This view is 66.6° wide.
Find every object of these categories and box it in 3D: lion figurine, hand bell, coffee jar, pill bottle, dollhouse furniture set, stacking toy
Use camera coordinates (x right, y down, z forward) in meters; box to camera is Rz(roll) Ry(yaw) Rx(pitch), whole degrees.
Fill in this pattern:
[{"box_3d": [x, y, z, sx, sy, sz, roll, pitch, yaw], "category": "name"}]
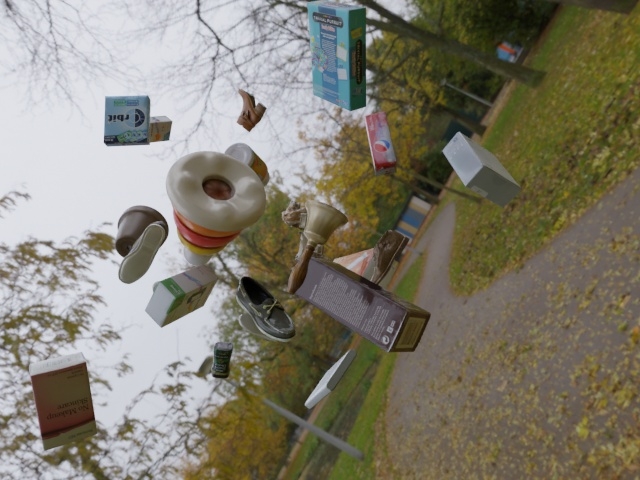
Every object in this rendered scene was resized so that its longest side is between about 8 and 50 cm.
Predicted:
[{"box_3d": [-0.047, -0.110, 2.579, 0.392, 0.240, 0.142, 43, -142, -74], "category": "lion figurine"}, {"box_3d": [-0.031, 0.029, 1.281, 0.126, 0.126, 0.242, 88, -154, -75], "category": "hand bell"}, {"box_3d": [-0.496, 0.606, 2.450, 0.079, 0.096, 0.184, -107, 25, -66], "category": "coffee jar"}, {"box_3d": [-0.307, -0.309, 2.085, 0.136, 0.136, 0.245, -60, -20, -4], "category": "pill bottle"}, {"box_3d": [0.000, 0.000, 1.792, 0.161, 0.101, 0.182, 14, 98, 56], "category": "dollhouse furniture set"}, {"box_3d": [-0.434, -0.066, 1.831, 0.350, 0.350, 0.480, -53, -1, -44], "category": "stacking toy"}]

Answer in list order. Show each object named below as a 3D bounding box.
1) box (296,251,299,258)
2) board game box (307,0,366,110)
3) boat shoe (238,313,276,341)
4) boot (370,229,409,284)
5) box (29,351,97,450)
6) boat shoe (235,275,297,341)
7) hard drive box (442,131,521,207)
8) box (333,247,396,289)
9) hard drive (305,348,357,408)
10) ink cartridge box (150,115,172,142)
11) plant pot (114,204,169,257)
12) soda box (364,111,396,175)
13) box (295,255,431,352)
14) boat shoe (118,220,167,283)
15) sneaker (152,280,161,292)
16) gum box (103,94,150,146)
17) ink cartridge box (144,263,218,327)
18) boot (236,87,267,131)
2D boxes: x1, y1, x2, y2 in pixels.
[{"box_3d": [-0.042, 0.030, 2.133, 0.054, 0.059, 0.169, -9, 39, 39], "category": "box"}, {"box_3d": [0.061, -0.670, 1.762, 0.079, 0.254, 0.336, -23, -51, -26], "category": "board game box"}, {"box_3d": [-0.229, 0.322, 1.775, 0.063, 0.184, 0.066, -27, 47, 41], "category": "boat shoe"}, {"box_3d": [0.273, 0.089, 2.167, 0.305, 0.115, 0.112, -62, -7, 22], "category": "boot"}, {"box_3d": [-0.767, 0.473, 1.454, 0.148, 0.127, 0.232, -10, -82, -31], "category": "box"}, {"box_3d": [-0.195, 0.238, 1.719, 0.109, 0.305, 0.091, -24, -43, -36], "category": "boat shoe"}, {"box_3d": [0.531, -0.238, 1.618, 0.089, 0.181, 0.232, -52, 28, 28], "category": "hard drive box"}, {"box_3d": [0.190, 0.195, 2.544, 0.345, 0.168, 0.215, -19, 31, 48], "category": "box"}, {"box_3d": [0.041, 0.594, 2.074, 0.203, 0.040, 0.307, -49, -6, -35], "category": "hard drive"}, {"box_3d": [-0.774, -0.504, 2.217, 0.181, 0.061, 0.104, -21, -38, -47], "category": "ink cartridge box"}, {"box_3d": [-0.940, -0.018, 2.493, 0.229, 0.263, 0.263, -84, 16, -60], "category": "plant pot"}, {"box_3d": [0.248, -0.400, 2.004, 0.083, 0.092, 0.263, 69, -168, -62], "category": "soda box"}, {"box_3d": [0.121, 0.189, 1.483, 0.191, 0.381, 0.143, 18, -84, -56], "category": "box"}, {"box_3d": [-0.792, 0.053, 2.179, 0.324, 0.116, 0.097, -55, 15, 13], "category": "boat shoe"}, {"box_3d": [-0.650, 0.239, 2.157, 0.090, 0.095, 0.235, -39, -49, 8], "category": "sneaker"}, {"box_3d": [-0.709, -0.440, 1.791, 0.041, 0.157, 0.184, 105, 162, -77], "category": "gum box"}, {"box_3d": [-0.479, 0.188, 1.691, 0.154, 0.093, 0.212, -56, -14, 29], "category": "ink cartridge box"}, {"box_3d": [-0.374, -0.648, 2.413, 0.152, 0.197, 0.073, -51, -18, 18], "category": "boot"}]
